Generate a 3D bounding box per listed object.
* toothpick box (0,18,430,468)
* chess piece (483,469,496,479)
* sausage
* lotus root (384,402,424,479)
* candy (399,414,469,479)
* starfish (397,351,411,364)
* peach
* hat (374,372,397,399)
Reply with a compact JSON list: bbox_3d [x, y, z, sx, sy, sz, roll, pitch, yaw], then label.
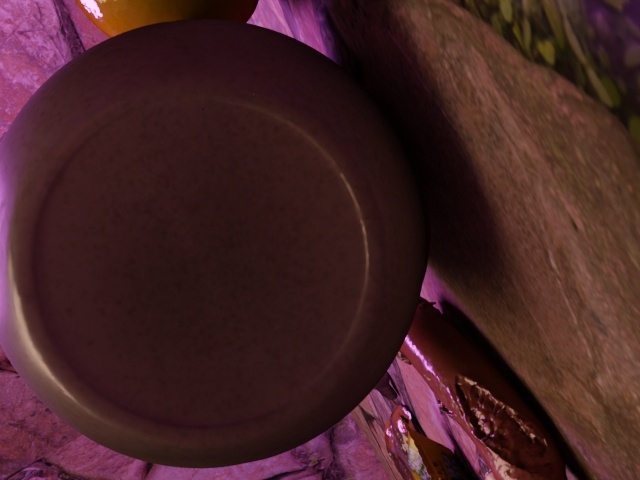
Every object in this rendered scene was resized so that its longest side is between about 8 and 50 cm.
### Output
[{"bbox_3d":[-0.109,-0.013,0.875,0.409,0.408,0.425,63,178,-8],"label":"toothpick box"},{"bbox_3d":[0.252,0.327,1.007,0.172,0.060,0.060,56,171,35],"label":"chess piece"},{"bbox_3d":[0.154,0.153,0.946,0.327,0.079,0.087,-128,23,-48],"label":"sausage"},{"bbox_3d":[0.215,0.485,1.788,0.329,0.078,0.167,59,174,25],"label":"lotus root"},{"bbox_3d":[0.216,0.418,1.531,0.187,0.081,0.297,57,-178,35],"label":"candy"},{"bbox_3d":[0.074,0.099,1.397,0.238,0.056,0.213,43,151,47],"label":"starfish"},{"bbox_3d":[-0.168,-0.306,0.969,0.231,0.230,0.231,60,173,13],"label":"peach"},{"bbox_3d":[0.128,0.286,1.825,0.087,0.042,0.058,27,-167,-26],"label":"hat"}]
